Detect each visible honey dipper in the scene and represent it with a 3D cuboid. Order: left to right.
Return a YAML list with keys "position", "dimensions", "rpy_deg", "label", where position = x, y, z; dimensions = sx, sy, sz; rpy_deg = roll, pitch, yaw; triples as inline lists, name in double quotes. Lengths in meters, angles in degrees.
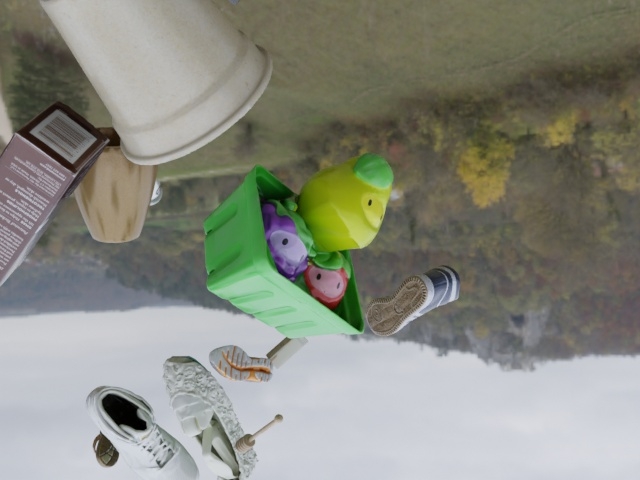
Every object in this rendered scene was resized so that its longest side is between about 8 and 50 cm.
- position: [-0.122, 0.389, 1.364]
  dimensions: [0.030, 0.031, 0.160]
  rpy_deg: [2, 144, -43]
  label: "honey dipper"

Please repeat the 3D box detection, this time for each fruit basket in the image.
- position: [0.000, 0.000, 1.329]
  dimensions: [0.391, 0.283, 0.392]
  rpy_deg: [-7, 145, -5]
  label: "fruit basket"

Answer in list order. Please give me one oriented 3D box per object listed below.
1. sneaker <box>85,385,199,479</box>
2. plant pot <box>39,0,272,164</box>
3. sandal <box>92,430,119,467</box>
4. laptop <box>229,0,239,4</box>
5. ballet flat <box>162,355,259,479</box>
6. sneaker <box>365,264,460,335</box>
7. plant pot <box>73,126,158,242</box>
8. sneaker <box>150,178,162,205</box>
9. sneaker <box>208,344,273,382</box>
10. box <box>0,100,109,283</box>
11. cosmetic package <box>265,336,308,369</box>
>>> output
- position: [-0.345, 0.402, 1.327]
  dimensions: [0.108, 0.292, 0.169]
  rpy_deg: [-49, -172, -26]
  label: "sneaker"
- position: [-0.302, -0.356, 1.177]
  dimensions: [0.333, 0.334, 0.305]
  rpy_deg: [-4, 138, 32]
  label: "plant pot"
- position: [-0.528, 0.496, 1.636]
  dimensions: [0.049, 0.072, 0.180]
  rpy_deg: [-30, -156, -3]
  label: "sandal"
- position: [-0.309, -0.924, 1.769]
  dimensions: [0.408, 0.382, 0.236]
  rpy_deg: [29, -171, -46]
  label: "laptop"
- position: [-0.279, 0.477, 1.706]
  dimensions: [0.146, 0.409, 0.147]
  rpy_deg: [-23, -157, 11]
  label: "ballet flat"
- position: [0.235, 0.150, 1.675]
  dimensions: [0.153, 0.099, 0.282]
  rpy_deg: [-17, 163, -33]
  label: "sneaker"
- position: [-0.509, -0.132, 1.648]
  dimensions: [0.237, 0.255, 0.237]
  rpy_deg: [3, -161, -1]
  label: "plant pot"
- position: [-0.648, -0.222, 2.071]
  dimensions: [0.330, 0.123, 0.146]
  rpy_deg: [17, 159, -5]
  label: "sneaker"
- position: [-0.213, 0.320, 1.703]
  dimensions: [0.083, 0.084, 0.215]
  rpy_deg: [-5, 155, 35]
  label: "sneaker"
- position: [-0.615, -0.084, 1.391]
  dimensions: [0.381, 0.143, 0.191]
  rpy_deg: [-43, -162, 26]
  label: "box"
- position: [-0.092, 0.296, 1.838]
  dimensions: [0.115, 0.041, 0.060]
  rpy_deg: [-41, -170, -9]
  label: "cosmetic package"
